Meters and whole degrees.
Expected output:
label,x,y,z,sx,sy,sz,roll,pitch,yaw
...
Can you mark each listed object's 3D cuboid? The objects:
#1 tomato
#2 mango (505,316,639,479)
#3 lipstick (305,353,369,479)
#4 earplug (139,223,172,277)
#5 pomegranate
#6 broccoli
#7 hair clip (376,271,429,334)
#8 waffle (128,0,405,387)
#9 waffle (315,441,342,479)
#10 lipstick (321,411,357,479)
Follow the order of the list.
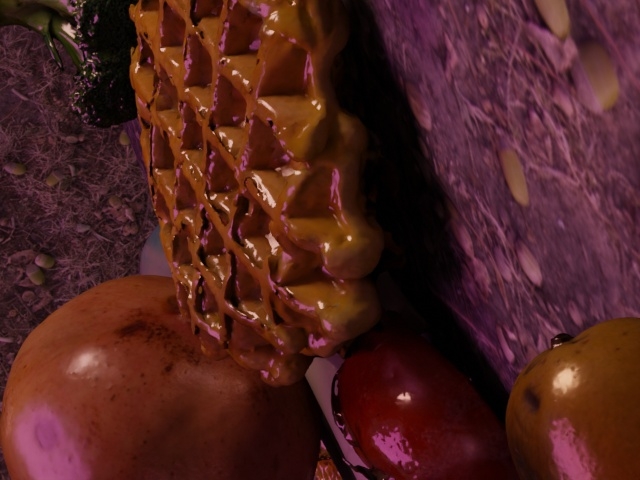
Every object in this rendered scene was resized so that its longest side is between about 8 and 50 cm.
label,x,y,z,sx,sy,sz,roll,pitch,yaw
tomato,0.080,0.175,1.080,0.228,0.101,0.228,53,168,17
mango,0.154,0.124,0.651,0.137,0.098,0.195,43,158,59
lipstick,0.081,0.221,1.260,0.087,0.087,0.326,83,162,-55
earplug,-0.104,0.067,1.740,0.324,0.185,0.185,26,137,65
pomegranate,-0.153,0.172,1.390,0.338,0.338,0.338,158,90,-80
broccoli,-0.266,-0.279,1.527,0.297,0.297,0.297,-166,90,-78
hair clip,-0.015,0.007,1.247,0.282,0.113,0.172,-161,50,-76
waffle,-0.065,-0.071,1.095,0.380,0.095,0.382,-32,72,64
waffle,0.009,0.275,1.819,0.259,0.069,0.293,80,166,-44
lipstick,0.076,0.262,1.401,0.371,0.076,0.079,-124,16,-51
